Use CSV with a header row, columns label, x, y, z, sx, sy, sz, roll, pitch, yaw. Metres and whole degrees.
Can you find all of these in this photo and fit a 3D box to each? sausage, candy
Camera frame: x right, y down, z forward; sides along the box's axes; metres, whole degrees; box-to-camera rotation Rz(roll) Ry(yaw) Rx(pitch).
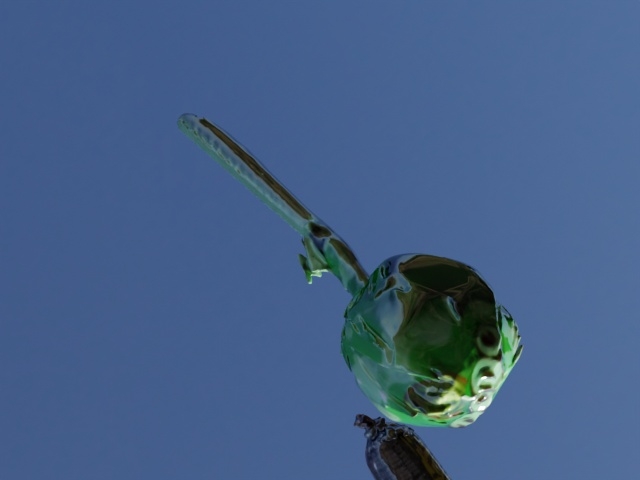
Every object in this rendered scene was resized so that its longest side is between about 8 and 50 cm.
label,x,y,z,sx,sy,sz,roll,pitch,yaw
sausage,0.075,0.141,0.735,0.198,0.028,0.025,52,-132,-5
candy,-0.001,0.002,1.177,0.097,0.097,0.323,-2,-149,-36
